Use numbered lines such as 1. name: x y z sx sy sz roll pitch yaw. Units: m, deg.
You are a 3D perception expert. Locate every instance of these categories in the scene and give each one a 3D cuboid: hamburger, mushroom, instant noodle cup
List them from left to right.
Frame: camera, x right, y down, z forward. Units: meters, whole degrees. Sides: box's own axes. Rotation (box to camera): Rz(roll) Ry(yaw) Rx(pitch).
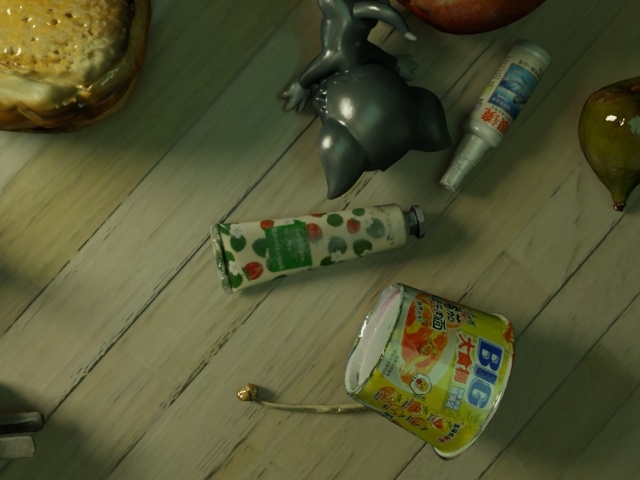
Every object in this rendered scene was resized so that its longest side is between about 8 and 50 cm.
1. hamburger: -0.329 -0.255 0.655 0.305 0.174 0.284 3 96 -13
2. mushroom: 0.023 0.231 0.893 0.286 0.028 0.026 12 54 -15
3. instant noodle cup: 0.130 0.153 0.824 0.153 0.205 0.205 27 92 -5

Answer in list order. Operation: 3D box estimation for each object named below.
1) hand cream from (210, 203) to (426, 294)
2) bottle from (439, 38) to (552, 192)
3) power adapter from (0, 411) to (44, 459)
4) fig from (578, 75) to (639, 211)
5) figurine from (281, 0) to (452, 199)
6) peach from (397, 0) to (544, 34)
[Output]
1. hand cream: 0.000 0.000 0.833 0.276 0.059 0.095 -11 99 -6
2. bottle: 0.227 -0.163 0.855 0.060 0.060 0.217 33 92 -15
3. power adapter: -0.429 0.232 0.733 0.205 0.130 0.125 -3 99 -11
4. fig: 0.435 -0.128 0.874 0.133 0.126 0.184 -25 100 -21
5. figurine: 0.062 -0.207 0.772 0.193 0.140 0.265 -19 127 -27
6. peach: 0.172 -0.360 0.722 0.252 0.252 0.252 -2 99 -12
